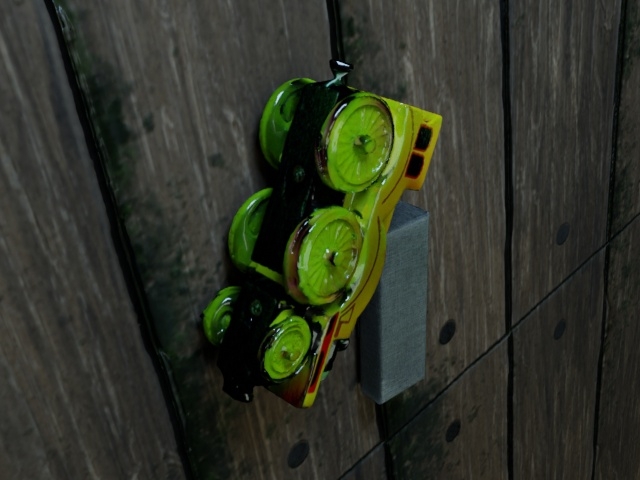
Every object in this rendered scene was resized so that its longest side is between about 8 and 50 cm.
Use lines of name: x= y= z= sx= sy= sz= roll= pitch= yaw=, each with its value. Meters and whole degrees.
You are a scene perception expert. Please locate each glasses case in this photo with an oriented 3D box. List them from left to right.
glasses case: x=0.072 y=0.065 z=0.942 sx=0.070 sy=0.047 sz=0.205 roll=-24 pitch=126 yaw=-34

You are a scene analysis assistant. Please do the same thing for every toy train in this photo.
toy train: x=0.000 y=0.000 z=0.785 sx=0.160 sy=0.100 sz=0.296 roll=8 pitch=103 yaw=-52
